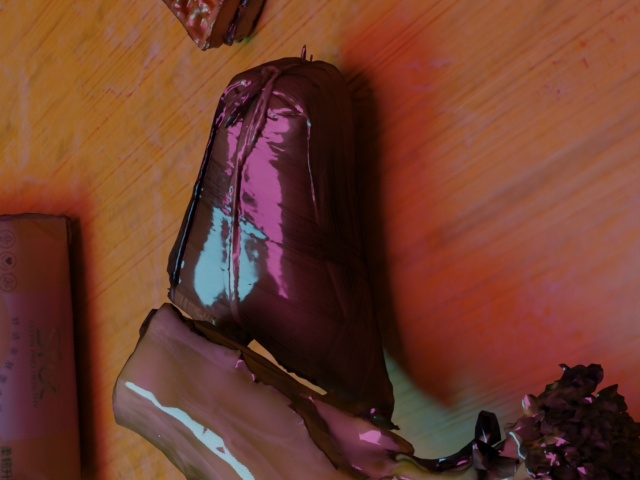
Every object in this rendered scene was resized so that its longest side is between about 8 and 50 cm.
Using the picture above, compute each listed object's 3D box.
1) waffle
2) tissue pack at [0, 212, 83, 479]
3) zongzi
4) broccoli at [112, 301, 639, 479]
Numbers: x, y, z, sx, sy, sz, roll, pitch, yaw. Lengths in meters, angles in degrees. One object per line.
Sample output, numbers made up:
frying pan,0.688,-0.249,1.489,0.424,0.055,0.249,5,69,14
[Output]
waffle,-0.067,-0.217,0.917,0.102,0.042,0.148,52,132,32
tissue pack,-0.308,0.104,1.209,0.215,0.123,0.256,1,97,50
zongzi,0.000,0.000,0.825,0.197,0.099,0.194,34,122,32
broccoli,0.011,0.169,0.708,0.361,0.221,0.252,8,106,47
